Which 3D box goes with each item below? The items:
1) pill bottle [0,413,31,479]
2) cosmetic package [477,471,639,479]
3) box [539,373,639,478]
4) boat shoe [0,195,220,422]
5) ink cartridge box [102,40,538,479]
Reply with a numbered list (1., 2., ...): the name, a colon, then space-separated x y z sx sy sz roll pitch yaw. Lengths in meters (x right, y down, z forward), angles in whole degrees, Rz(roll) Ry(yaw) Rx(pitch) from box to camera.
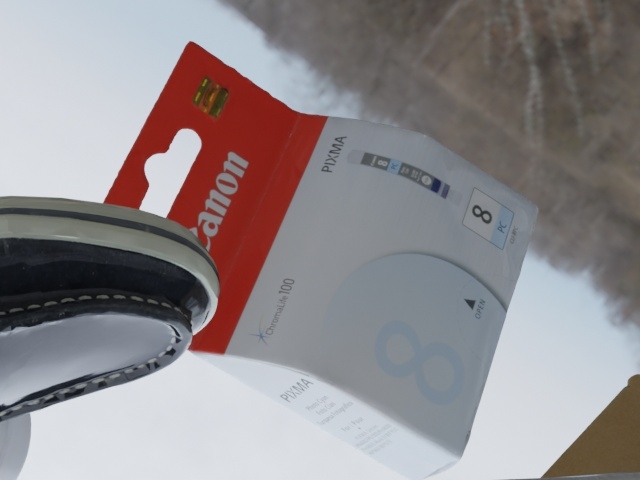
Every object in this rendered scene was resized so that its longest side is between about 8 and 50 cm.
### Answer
1. pill bottle: -0.422 0.146 1.416 0.210 0.210 0.363 44 -179 27
2. cosmetic package: 0.098 0.294 0.607 0.393 0.327 0.329 6 -123 -45
3. box: 0.228 0.158 0.881 0.201 0.164 0.021 31 149 33
4. boat shoe: -0.278 0.098 0.815 0.500 0.187 0.156 -12 -117 -26
5. ink cartridge box: 0.000 0.000 1.480 0.385 0.091 0.308 32 -126 -13
